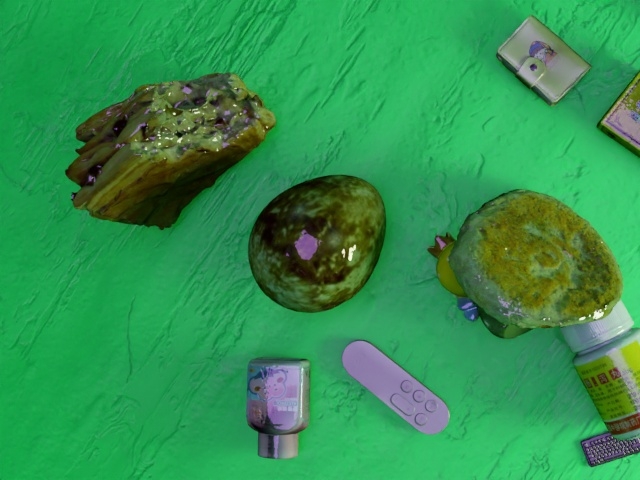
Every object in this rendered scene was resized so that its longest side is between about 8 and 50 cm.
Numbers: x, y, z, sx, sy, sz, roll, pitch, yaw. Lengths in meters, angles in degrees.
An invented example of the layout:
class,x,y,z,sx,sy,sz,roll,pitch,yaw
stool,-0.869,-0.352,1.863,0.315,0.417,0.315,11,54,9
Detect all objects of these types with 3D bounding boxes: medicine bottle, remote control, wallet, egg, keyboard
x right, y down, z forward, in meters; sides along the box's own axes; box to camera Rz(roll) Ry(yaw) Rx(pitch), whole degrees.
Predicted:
class,x,y,z,sx,sy,sz,roll,pitch,yaw
medicine bottle,0.537,0.231,1.578,0.139,0.139,0.225,-27,82,8
medicine bottle,-0.082,0.325,1.715,0.119,0.094,0.188,1,86,10
remote control,0.145,0.285,1.711,0.245,0.022,0.077,38,92,11
wallet,0.426,-0.344,1.691,0.155,0.039,0.110,45,92,10
egg,0.000,0.000,1.650,0.238,0.238,0.289,44,86,11
keyboard,0.565,0.373,1.629,0.155,0.010,0.053,-21,81,9

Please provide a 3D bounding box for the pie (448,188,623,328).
class,x,y,z,sx,sy,sz,roll,pitch,yaw
pie,0.390,0.039,1.570,0.323,0.070,0.323,6,50,-7

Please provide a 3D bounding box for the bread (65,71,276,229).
class,x,y,z,sx,sy,sz,roll,pitch,yaw
bread,-0.297,-0.198,1.695,0.370,0.314,0.191,-40,71,11

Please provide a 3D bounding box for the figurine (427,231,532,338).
class,x,y,z,sx,sy,sz,roll,pitch,yaw
figurine,0.323,0.068,1.652,0.185,0.127,0.234,-21,46,-25

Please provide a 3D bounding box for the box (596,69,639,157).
class,x,y,z,sx,sy,sz,roll,pitch,yaw
box,0.644,-0.206,1.626,0.220,0.064,0.141,37,94,9
